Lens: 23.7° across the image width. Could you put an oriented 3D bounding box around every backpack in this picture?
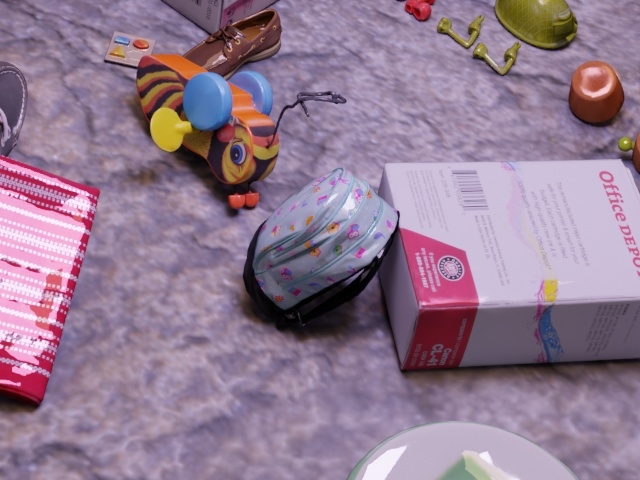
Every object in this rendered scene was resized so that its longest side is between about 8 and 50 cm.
[{"bbox_3d":[0.000,0.000,1.728,0.115,0.182,0.152,38,47,-25],"label":"backpack"}]

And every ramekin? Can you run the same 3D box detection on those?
[{"bbox_3d":[0.138,0.324,1.497,0.303,0.148,0.303,5,48,-6],"label":"ramekin"}]

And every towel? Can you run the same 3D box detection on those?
[{"bbox_3d":[-0.363,0.030,1.667,0.198,0.031,0.275,20,62,-17],"label":"towel"}]

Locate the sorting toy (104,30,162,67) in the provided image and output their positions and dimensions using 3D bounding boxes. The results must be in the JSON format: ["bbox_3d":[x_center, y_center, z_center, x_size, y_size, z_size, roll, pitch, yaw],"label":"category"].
[{"bbox_3d":[-0.240,-0.252,2.027,0.083,0.012,0.062,12,48,1],"label":"sorting toy"}]

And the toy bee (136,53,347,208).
[{"bbox_3d":[-0.120,-0.127,1.859,0.195,0.162,0.298,1,16,-30],"label":"toy bee"}]

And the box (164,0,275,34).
[{"bbox_3d":[-0.111,-0.409,2.112,0.148,0.127,0.232,37,52,21],"label":"box"}]

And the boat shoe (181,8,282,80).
[{"bbox_3d":[-0.124,-0.259,2.021,0.178,0.060,0.064,-31,61,-31],"label":"boat shoe"}]

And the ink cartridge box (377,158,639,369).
[{"bbox_3d":[0.229,0.025,1.790,0.306,0.131,0.226,0,49,-12],"label":"ink cartridge box"}]

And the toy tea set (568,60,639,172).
[{"bbox_3d":[0.485,-0.143,2.024,0.200,0.124,0.336,-42,67,-4],"label":"toy tea set"}]

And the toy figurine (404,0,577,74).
[{"bbox_3d":[0.208,-0.433,2.132,0.191,0.217,0.362,-30,60,-31],"label":"toy figurine"}]

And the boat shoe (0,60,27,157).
[{"bbox_3d":[-0.424,-0.086,1.766,0.095,0.112,0.335,-1,43,41],"label":"boat shoe"}]
